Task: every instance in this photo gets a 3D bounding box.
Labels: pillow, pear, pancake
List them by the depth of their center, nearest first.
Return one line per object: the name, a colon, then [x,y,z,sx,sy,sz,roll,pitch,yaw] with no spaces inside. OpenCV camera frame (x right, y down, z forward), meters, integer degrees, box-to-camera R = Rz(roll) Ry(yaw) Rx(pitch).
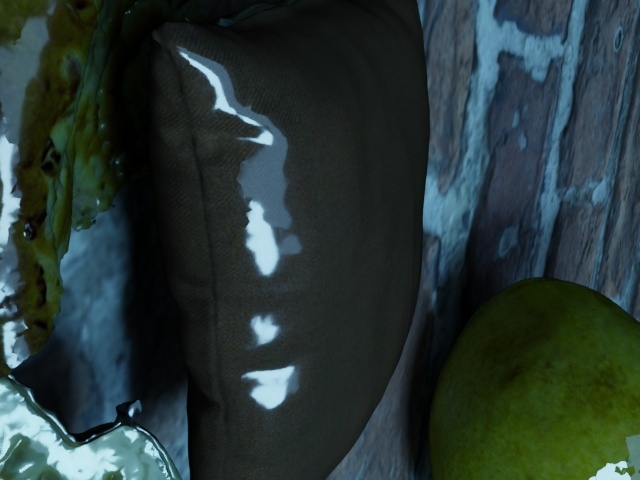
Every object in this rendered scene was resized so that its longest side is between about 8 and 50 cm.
pancake: [-0.084,-0.112,0.376,0.197,0.054,0.377,59,50,-69]
pillow: [0.000,0.000,0.470,0.308,0.108,0.305,-47,140,-59]
pear: [0.242,0.201,0.755,0.304,0.304,0.304,-21,118,-46]

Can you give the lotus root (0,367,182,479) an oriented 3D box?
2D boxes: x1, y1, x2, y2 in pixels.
lotus root: [-0.167,0.148,0.360,0.203,0.078,0.183,-34,113,-21]
